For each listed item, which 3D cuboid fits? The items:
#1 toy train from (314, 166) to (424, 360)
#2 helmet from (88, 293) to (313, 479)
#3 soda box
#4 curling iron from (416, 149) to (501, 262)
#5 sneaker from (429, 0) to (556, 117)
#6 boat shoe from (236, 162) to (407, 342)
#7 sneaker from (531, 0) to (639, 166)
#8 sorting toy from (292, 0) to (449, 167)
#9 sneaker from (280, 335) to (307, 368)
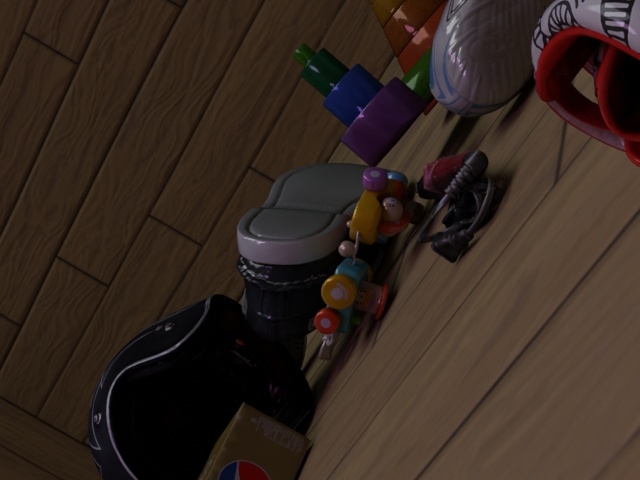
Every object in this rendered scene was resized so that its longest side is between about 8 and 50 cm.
[{"bbox_3d":[0.045,0.013,1.006,0.125,0.046,0.166,77,-148,-66],"label":"toy train"},{"bbox_3d":[-0.103,0.139,1.045,0.161,0.169,0.169,-43,7,10],"label":"helmet"},{"bbox_3d":[-0.070,0.203,0.896,0.061,0.058,0.181,-56,5,47],"label":"soda box"},{"bbox_3d":[0.082,-0.034,0.905,0.068,0.035,0.274,-59,4,5],"label":"curling iron"},{"bbox_3d":[0.146,-0.195,0.937,0.237,0.085,0.086,-60,15,-9],"label":"sneaker"},{"bbox_3d":[0.000,0.000,1.138,0.302,0.114,0.091,-35,-50,-63],"label":"boat shoe"},{"bbox_3d":[0.129,-0.108,0.515,0.145,0.090,0.270,-57,7,3],"label":"sneaker"},{"bbox_3d":[0.058,-0.166,1.137,0.127,0.126,0.365,-50,-2,25],"label":"sorting toy"},{"bbox_3d":[-0.076,0.157,1.201,0.234,0.078,0.106,-62,6,19],"label":"sneaker"}]
